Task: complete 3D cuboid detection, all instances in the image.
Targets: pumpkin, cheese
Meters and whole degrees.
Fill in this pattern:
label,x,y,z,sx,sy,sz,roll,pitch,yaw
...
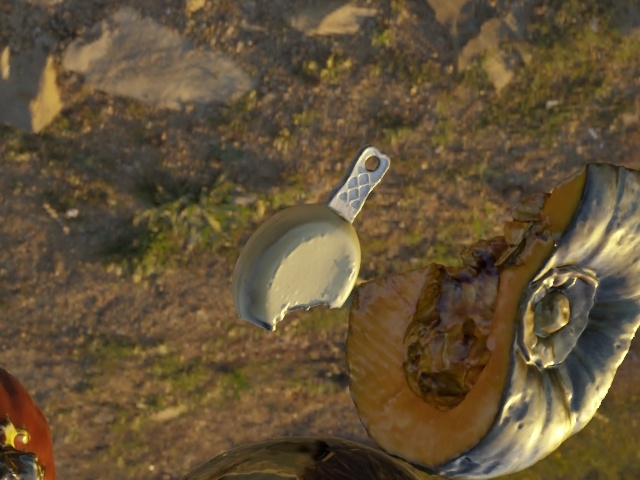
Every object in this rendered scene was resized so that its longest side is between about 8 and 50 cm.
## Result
label,x,y,z,sx,sy,sz,roll,pitch,yaw
pumpkin,0.136,0.047,0.797,0.139,0.190,0.280,9,108,-37
cheese,-0.014,-0.009,1.255,0.163,0.071,0.249,7,110,-32

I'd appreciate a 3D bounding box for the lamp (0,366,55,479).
label,x,y,z,sx,sy,sz,roll,pitch,yaw
lamp,-0.155,0.096,0.414,0.090,0.101,0.101,5,146,32

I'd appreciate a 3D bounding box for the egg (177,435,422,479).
label,x,y,z,sx,sy,sz,roll,pitch,yaw
egg,-0.050,0.385,1.023,0.428,0.345,0.345,-30,133,8
